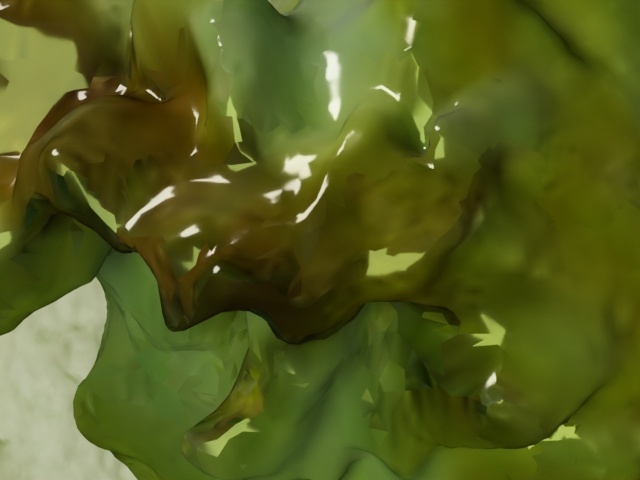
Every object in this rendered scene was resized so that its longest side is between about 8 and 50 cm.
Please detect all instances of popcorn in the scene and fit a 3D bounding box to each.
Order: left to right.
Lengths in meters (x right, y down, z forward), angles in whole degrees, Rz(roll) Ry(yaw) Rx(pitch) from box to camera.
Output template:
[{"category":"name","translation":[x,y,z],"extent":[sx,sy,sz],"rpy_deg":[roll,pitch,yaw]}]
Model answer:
[{"category":"popcorn","translation":[0.000,0.000,0.439],"extent":[0.198,0.213,0.198],"rpy_deg":[-33,50,51]}]
